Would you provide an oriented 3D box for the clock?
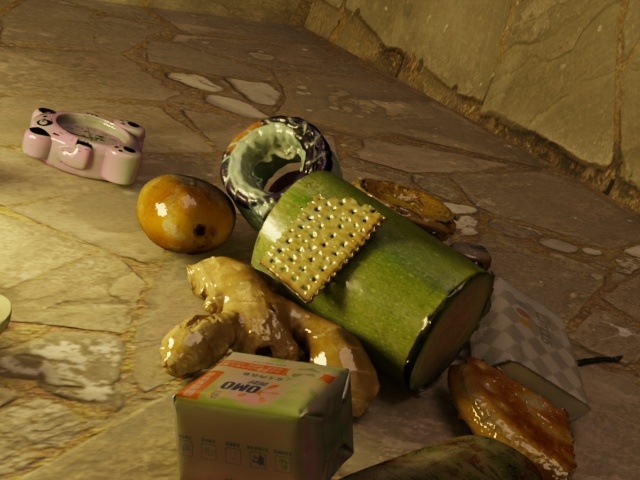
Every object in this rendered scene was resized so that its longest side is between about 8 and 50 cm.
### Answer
[{"bbox_3d":[-0.503,-0.207,2.241,0.248,0.090,0.227,14,22,-13],"label":"clock"}]

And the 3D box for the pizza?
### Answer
[{"bbox_3d":[0.339,0.318,1.776,0.226,0.086,0.335,10,25,-38],"label":"pizza"}]

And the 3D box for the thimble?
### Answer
[{"bbox_3d":[-0.075,-0.118,2.055,0.237,0.237,0.150,36,-11,33],"label":"thimble"}]

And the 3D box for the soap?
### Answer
[{"bbox_3d":[-0.073,0.250,1.413,0.199,0.138,0.182,6,16,21],"label":"soap"}]

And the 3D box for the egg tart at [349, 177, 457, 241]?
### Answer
[{"bbox_3d":[0.189,-0.061,2.491,0.291,0.107,0.291,20,17,-6],"label":"egg tart"}]

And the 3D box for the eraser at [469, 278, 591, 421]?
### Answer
[{"bbox_3d":[0.400,0.209,2.063,0.213,0.082,0.397,33,20,-5],"label":"eraser"}]

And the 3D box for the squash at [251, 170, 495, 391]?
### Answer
[{"bbox_3d":[0.094,0.075,1.890,0.384,0.263,0.263,33,24,29],"label":"squash"}]

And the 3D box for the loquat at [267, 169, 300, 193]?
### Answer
[{"bbox_3d":[-0.008,-0.047,2.192,0.227,0.179,0.179,38,25,11],"label":"loquat"}]

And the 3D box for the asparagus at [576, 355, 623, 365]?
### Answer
[{"bbox_3d":[0.602,0.259,2.259,0.163,0.016,0.016,2,2,-41],"label":"asparagus"}]

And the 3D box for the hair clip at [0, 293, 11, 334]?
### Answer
[{"bbox_3d":[-0.522,0.124,1.456,0.159,0.071,0.218,37,32,28],"label":"hair clip"}]

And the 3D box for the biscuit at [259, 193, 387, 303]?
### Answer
[{"bbox_3d":[0.000,0.000,1.800,0.144,0.203,0.016,37,-8,29],"label":"biscuit"}]

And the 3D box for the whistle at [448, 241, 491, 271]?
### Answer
[{"bbox_3d":[0.319,0.034,2.474,0.220,0.057,0.107,5,22,-30],"label":"whistle"}]

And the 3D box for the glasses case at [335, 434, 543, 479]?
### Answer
[{"bbox_3d":[0.160,0.363,1.476,0.156,0.098,0.425,30,22,36],"label":"glasses case"}]

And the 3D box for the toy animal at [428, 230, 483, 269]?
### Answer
[{"bbox_3d":[0.221,0.034,2.263,0.343,0.106,0.168,23,19,29],"label":"toy animal"}]

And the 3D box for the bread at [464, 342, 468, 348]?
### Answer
[{"bbox_3d":[0.234,0.195,2.032,0.049,0.103,0.062,-96,159,-55],"label":"bread"}]

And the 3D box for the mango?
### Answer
[{"bbox_3d":[-0.261,-0.057,2.046,0.193,0.146,0.316,22,7,-7],"label":"mango"}]

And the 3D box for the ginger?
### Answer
[{"bbox_3d":[-0.084,0.138,1.764,0.363,0.122,0.348,7,32,-9],"label":"ginger"}]
